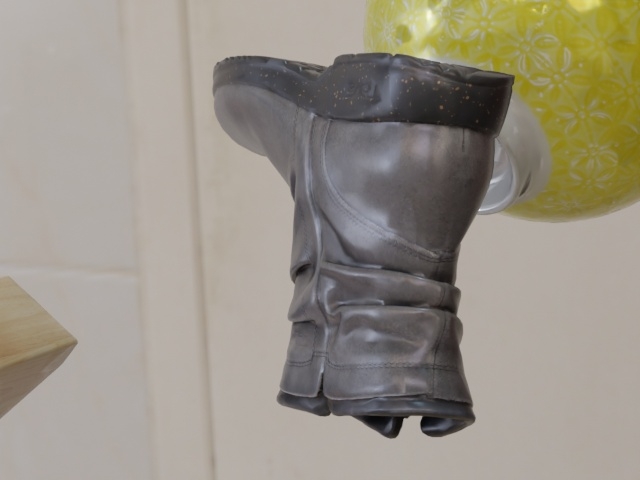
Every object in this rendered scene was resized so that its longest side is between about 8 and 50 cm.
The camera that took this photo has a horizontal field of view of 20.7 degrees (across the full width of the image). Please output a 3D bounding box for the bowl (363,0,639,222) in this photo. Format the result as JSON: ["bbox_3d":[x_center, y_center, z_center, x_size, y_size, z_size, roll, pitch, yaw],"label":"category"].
[{"bbox_3d":[0.135,-0.109,1.291,0.289,0.289,0.156,8,45,40],"label":"bowl"}]

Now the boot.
[{"bbox_3d":[0.000,0.000,1.101,0.118,0.223,0.338,7,2,-19],"label":"boot"}]

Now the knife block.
[{"bbox_3d":[-0.299,0.094,1.318,0.275,0.088,0.242,-43,-10,-29],"label":"knife block"}]
